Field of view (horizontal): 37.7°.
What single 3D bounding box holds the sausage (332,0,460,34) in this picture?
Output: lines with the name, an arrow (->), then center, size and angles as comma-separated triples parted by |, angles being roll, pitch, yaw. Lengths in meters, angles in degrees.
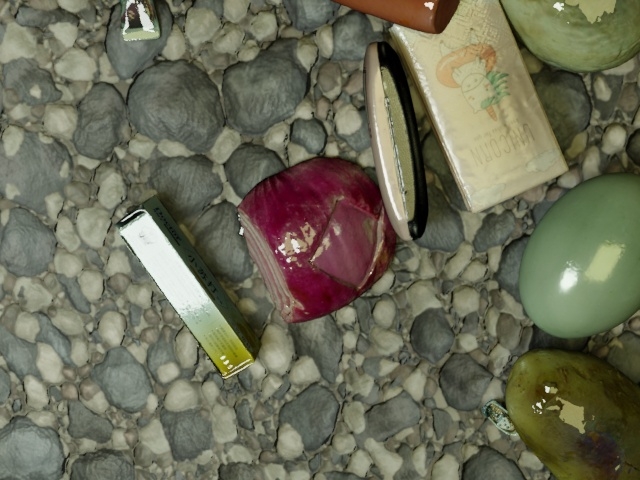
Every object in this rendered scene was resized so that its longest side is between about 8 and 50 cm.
sausage -> 0.079, -0.389, 1.392 | 0.259, 0.113, 0.113 | 25, 101, 21

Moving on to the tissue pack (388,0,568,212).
tissue pack -> 0.249, -0.221, 1.472 | 0.170, 0.071, 0.325 | -24, 99, 3

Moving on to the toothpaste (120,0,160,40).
toothpaste -> -0.290, -0.420, 1.457 | 0.062, 0.037, 0.216 | -4, 105, 0

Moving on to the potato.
potato -> 0.431, 0.296, 1.517 | 0.307, 0.173, 0.210 | 40, 100, -9

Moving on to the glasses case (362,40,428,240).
glasses case -> 0.117, -0.153, 1.461 | 0.075, 0.122, 0.314 | -10, 101, 8

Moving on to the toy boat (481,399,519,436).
toy boat -> 0.309, 0.304, 1.588 | 0.083, 0.038, 0.038 | 42, 98, -6

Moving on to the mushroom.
mushroom -> 0.374, -0.369, 1.398 | 0.190, 0.164, 0.267 | -25, 100, 4

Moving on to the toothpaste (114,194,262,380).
toothpaste -> -0.214, 0.076, 1.522 | 0.071, 0.089, 0.313 | -32, 99, 13

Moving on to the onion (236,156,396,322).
onion -> 0.000, 0.000, 1.497 | 0.247, 0.111, 0.250 | -24, 98, 6

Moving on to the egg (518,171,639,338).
egg -> 0.425, 0.024, 1.450 | 0.203, 0.203, 0.282 | 35, 96, -6
